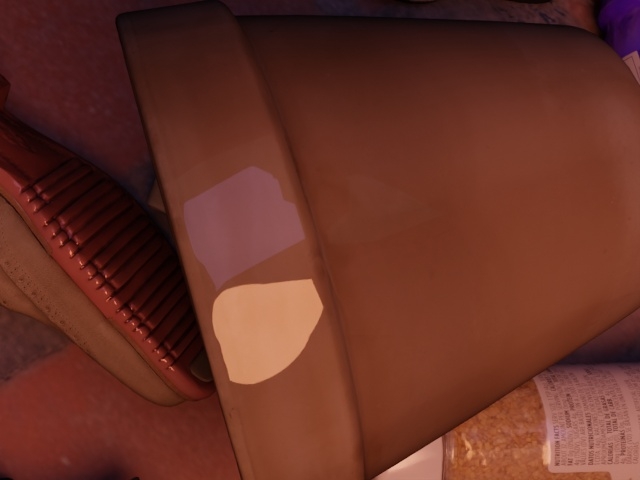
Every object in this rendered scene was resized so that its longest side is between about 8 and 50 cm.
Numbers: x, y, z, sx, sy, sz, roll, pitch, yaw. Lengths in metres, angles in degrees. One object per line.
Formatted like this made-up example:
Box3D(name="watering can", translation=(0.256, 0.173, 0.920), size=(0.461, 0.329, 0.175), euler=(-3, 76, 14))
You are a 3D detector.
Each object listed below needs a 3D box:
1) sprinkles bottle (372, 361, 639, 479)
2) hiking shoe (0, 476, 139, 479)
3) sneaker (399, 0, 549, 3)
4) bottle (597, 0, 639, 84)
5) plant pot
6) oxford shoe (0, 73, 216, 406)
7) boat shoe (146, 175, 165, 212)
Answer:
Box3D(name="sprinkles bottle", translation=(0.199, 0.155, 0.748), size=(0.356, 0.121, 0.121), euler=(0, 72, -12))
Box3D(name="hiking shoe", translation=(-0.117, 0.234, 0.659), size=(0.304, 0.113, 0.132), euler=(8, 71, -9))
Box3D(name="sneaker", translation=(0.150, -0.287, 0.901), size=(0.235, 0.097, 0.084), euler=(-4, 72, -13))
Box3D(name="bottle", translation=(0.332, -0.163, 0.899), size=(0.118, 0.092, 0.282), euler=(-8, 73, -13))
Box3D(name="plant pot", translation=(0.047, -0.013, 0.597), size=(0.280, 0.323, 0.323), euler=(-16, 75, -10))
Box3D(name="oxford shoe", translation=(-0.242, -0.005, 0.729), size=(0.146, 0.140, 0.397), euler=(-43, 92, 16))
Box3D(name="boat shoe", translation=(0.000, 0.000, 0.784), size=(0.302, 0.109, 0.094), euler=(29, 90, 4))
